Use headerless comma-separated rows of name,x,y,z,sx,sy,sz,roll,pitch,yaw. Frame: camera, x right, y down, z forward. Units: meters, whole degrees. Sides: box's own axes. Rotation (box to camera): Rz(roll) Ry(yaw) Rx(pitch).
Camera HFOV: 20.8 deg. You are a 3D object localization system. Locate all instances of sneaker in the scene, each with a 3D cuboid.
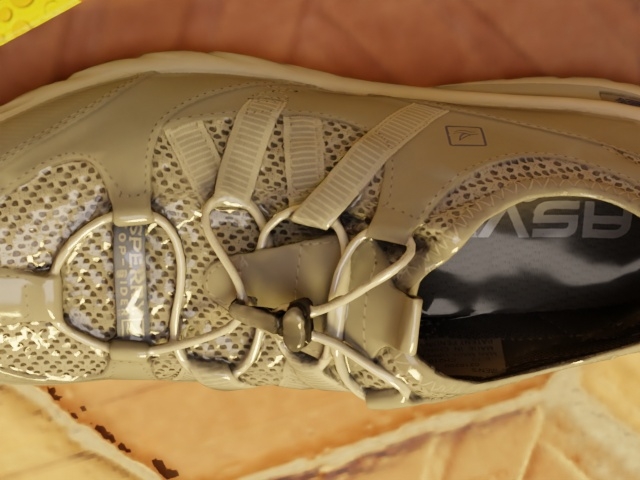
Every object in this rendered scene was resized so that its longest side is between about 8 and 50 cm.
sneaker,0.000,0.000,0.546,0.281,0.115,0.105,-8,114,-5

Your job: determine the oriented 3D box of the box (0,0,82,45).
box,-0.052,-0.229,0.370,0.290,0.177,0.279,-31,118,-11
